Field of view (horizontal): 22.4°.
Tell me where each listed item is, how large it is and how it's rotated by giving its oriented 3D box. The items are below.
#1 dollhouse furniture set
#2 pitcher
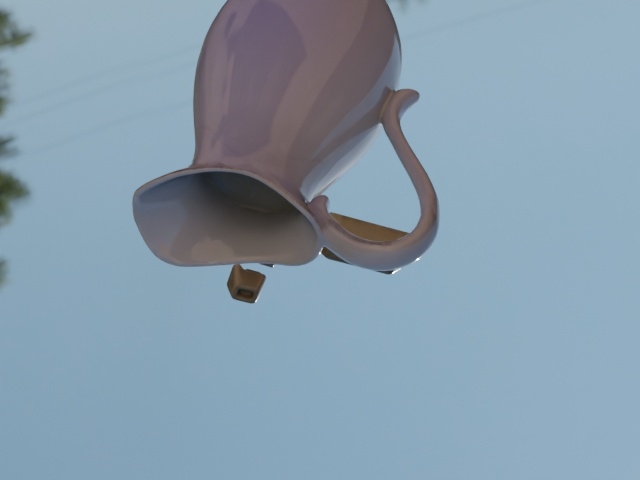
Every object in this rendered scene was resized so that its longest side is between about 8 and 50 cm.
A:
[{"bbox_3d":[0.000,0.000,1.160,0.114,0.091,0.081,15,-150,-11],"label":"dollhouse furniture set"},{"bbox_3d":[0.001,-0.072,0.991,0.178,0.125,0.207,13,-129,9],"label":"pitcher"}]
